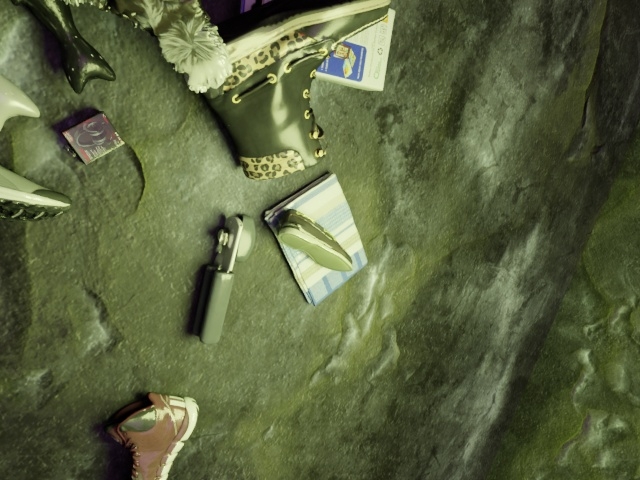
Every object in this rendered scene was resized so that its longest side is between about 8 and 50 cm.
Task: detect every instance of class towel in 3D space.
[{"bbox_3d":[0.000,0.000,1.071,0.209,0.034,0.284,-36,122,-21],"label":"towel"}]

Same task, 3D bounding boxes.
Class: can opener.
[{"bbox_3d":[-0.200,0.082,0.929,0.093,0.074,0.280,14,96,-38],"label":"can opener"}]

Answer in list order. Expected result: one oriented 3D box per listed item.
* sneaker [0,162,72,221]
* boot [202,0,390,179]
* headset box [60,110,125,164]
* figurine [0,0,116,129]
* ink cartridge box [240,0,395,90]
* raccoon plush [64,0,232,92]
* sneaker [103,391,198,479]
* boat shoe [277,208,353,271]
[{"bbox_3d":[-0.508,-0.099,0.647,0.272,0.100,0.107,22,60,-45],"label":"sneaker"},{"bbox_3d":[-0.034,-0.292,0.830,0.378,0.138,0.284,-26,135,-9],"label":"boot"},{"bbox_3d":[-0.389,-0.172,0.746,0.083,0.032,0.062,-38,122,-22],"label":"headset box"},{"bbox_3d":[-0.448,-0.291,0.640,0.215,0.092,0.209,-37,126,-19],"label":"figurine"},{"bbox_3d":[-0.007,-0.433,0.916,0.371,0.069,0.175,-2,106,-37],"label":"ink cartridge box"},{"bbox_3d":[-0.312,-0.431,0.591,0.216,0.299,0.446,-20,143,8],"label":"raccoon plush"},{"bbox_3d":[-0.386,0.439,0.901,0.163,0.106,0.281,34,73,-32],"label":"sneaker"},{"bbox_3d":[0.000,0.005,1.000,0.228,0.081,0.068,33,54,-40],"label":"boat shoe"}]
